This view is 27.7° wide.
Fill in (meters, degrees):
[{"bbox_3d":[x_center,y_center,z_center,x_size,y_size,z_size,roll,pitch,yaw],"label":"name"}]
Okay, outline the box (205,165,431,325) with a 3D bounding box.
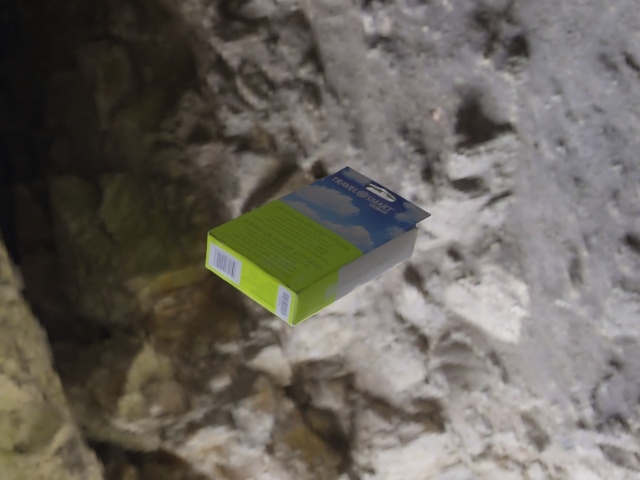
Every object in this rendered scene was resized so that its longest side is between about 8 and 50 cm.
[{"bbox_3d":[0.000,0.000,1.132,0.109,0.178,0.042,32,131,31],"label":"box"}]
